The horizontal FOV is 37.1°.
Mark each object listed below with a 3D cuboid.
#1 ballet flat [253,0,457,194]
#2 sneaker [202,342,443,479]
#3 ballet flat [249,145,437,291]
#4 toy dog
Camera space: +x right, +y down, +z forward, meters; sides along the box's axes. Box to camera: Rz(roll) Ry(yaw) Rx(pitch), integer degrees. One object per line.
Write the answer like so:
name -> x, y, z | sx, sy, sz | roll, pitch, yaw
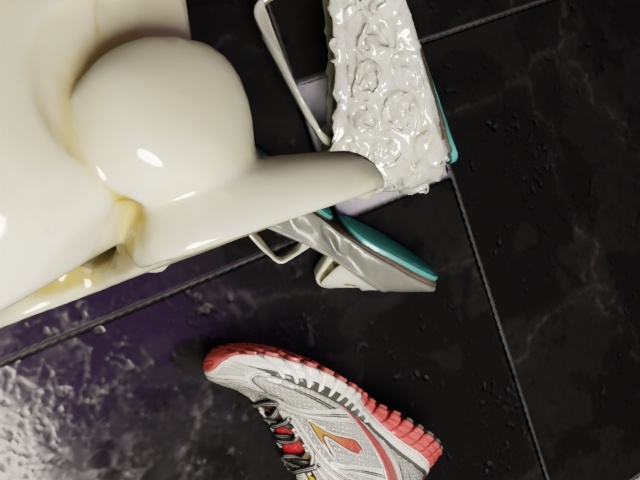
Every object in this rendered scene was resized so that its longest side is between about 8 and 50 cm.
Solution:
ballet flat -> 0.003, -0.225, 0.752 | 0.147, 0.147, 0.409 | -17, 97, -26
sneaker -> -0.001, 0.153, 0.762 | 0.225, 0.088, 0.092 | 35, 75, -22
ballet flat -> 0.000, 0.000, 0.786 | 0.213, 0.072, 0.068 | 33, 102, -22
toy dog -> -0.218, -0.154, 0.557 | 0.395, 0.284, 0.408 | -19, 90, -38
